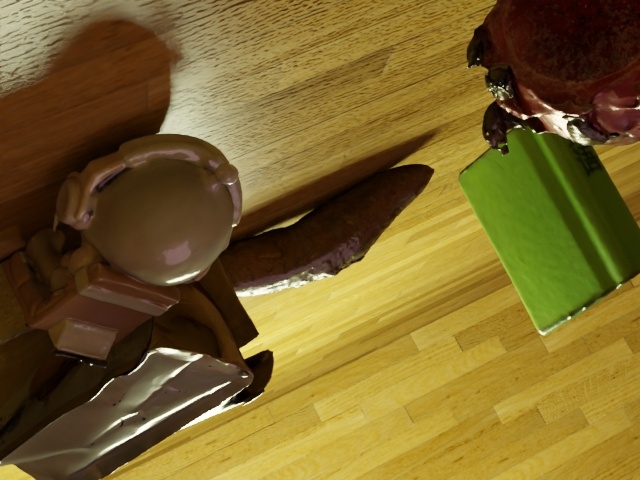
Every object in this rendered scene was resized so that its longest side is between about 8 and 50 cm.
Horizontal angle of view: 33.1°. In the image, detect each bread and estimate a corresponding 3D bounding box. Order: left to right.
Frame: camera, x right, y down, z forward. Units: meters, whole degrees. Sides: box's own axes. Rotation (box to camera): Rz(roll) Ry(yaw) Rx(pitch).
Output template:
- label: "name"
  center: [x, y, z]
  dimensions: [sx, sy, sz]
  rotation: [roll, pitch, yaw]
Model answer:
- label: "bread"
  center: [-0.286, 0.065, 1.057]
  dimensions: [0.084, 0.080, 0.109]
  rotation: [-25, 166, 3]

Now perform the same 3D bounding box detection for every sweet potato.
- label: "sweet potato"
  center: [-0.002, 0.003, 1.386]
  dimensions: [0.342, 0.092, 0.114]
  rotation: [-26, 151, -13]

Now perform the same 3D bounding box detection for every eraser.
- label: "eraser"
  center: [0.339, -0.029, 1.557]
  dimensions: [0.092, 0.274, 0.210]
  rotation: [-16, 163, -38]

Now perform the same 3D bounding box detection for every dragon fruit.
- label: "dragon fruit"
  center: [0.246, -0.174, 0.942]
  dimensions: [0.282, 0.211, 0.147]
  rotation: [-35, 162, 19]

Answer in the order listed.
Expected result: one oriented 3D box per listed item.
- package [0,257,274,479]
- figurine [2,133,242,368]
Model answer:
- label: "package"
  center: [-0.212, 0.142, 1.136]
  dimensions: [0.311, 0.221, 0.165]
  rotation: [-34, 126, 26]
- label: "figurine"
  center: [-0.162, -0.008, 0.936]
  dimensions: [0.163, 0.141, 0.237]
  rotation: [22, 124, -41]
